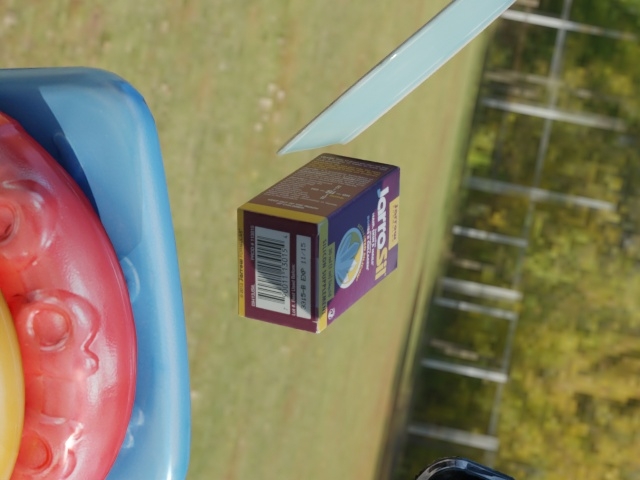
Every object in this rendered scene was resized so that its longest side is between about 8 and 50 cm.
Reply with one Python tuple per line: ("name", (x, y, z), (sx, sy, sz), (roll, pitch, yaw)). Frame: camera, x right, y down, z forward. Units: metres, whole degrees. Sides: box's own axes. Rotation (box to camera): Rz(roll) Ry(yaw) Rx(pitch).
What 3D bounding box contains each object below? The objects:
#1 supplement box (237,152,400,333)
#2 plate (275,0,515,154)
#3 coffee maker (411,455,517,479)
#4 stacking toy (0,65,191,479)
("supplement box", (0.000, 0.000, 0.769), (0.083, 0.043, 0.055), (-38, 133, -55))
("plate", (0.053, -0.100, 0.912), (0.188, 0.024, 0.188), (-40, -177, 2))
("coffee maker", (0.103, 0.157, 0.572), (0.178, 0.171, 0.120), (-122, -146, -76))
("stacking toy", (-0.177, 0.050, 0.481), (0.302, 0.175, 0.165), (-28, 117, -62))
